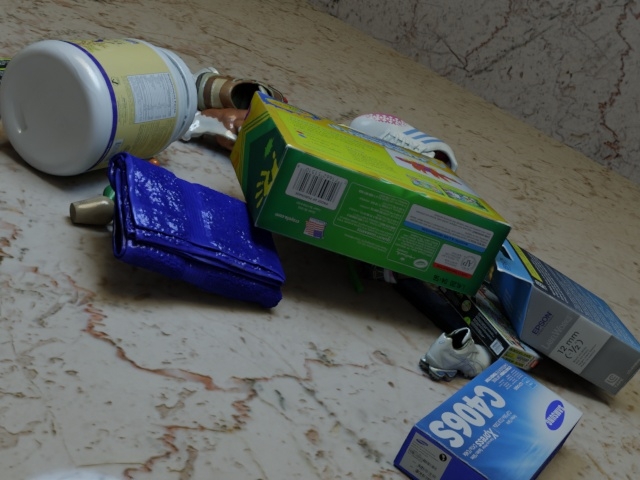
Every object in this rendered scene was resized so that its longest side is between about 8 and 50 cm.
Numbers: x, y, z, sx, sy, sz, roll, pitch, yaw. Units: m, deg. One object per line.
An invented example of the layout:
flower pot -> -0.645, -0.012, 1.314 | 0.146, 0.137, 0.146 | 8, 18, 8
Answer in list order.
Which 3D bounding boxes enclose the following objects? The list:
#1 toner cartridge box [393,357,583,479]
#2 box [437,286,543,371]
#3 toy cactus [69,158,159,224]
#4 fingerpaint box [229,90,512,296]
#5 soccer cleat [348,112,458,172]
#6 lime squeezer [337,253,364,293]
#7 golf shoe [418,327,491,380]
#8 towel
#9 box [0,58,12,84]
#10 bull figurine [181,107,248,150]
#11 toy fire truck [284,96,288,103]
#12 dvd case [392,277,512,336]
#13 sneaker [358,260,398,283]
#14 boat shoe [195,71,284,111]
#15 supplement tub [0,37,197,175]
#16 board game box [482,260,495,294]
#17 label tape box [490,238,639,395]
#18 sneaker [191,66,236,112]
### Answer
toner cartridge box -> 0.264, 0.295, 1.316 | 0.165, 0.075, 0.348 | 35, 25, 21
box -> 0.315, 0.153, 1.629 | 0.114, 0.036, 0.207 | 23, 21, -42
toy cactus -> -0.334, -0.060, 1.493 | 0.180, 0.112, 0.219 | -7, 46, -35
fingerpaint box -> 0.075, -0.093, 1.650 | 0.445, 0.163, 0.371 | 18, 18, -20
soccer cleat -> 0.241, -0.265, 2.439 | 0.331, 0.116, 0.143 | 16, 24, -19
lime squeezer -> 0.000, 0.000, 1.746 | 0.110, 0.059, 0.310 | -35, 58, -29
golf shoe -> 0.253, 0.192, 1.515 | 0.176, 0.086, 0.069 | -1, 32, -48
towel -> -0.196, -0.021, 1.424 | 0.308, 0.076, 0.227 | 23, 37, -37
box -> -0.646, -0.320, 1.803 | 0.184, 0.045, 0.191 | 30, 25, 20
bull figurine -> -0.165, -0.241, 2.004 | 0.310, 0.101, 0.188 | 0, 32, -35
toy fire truck -> -0.126, -0.356, 2.373 | 0.192, 0.047, 0.135 | 11, 27, -26
dvd case -> 0.284, 0.127, 1.762 | 0.253, 0.022, 0.180 | -3, 34, -46
sneaker -> 0.115, 0.037, 1.740 | 0.077, 0.072, 0.178 | -2, 11, 5
boat shoe -> -0.177, -0.340, 2.144 | 0.120, 0.122, 0.324 | 11, 10, 29
supplement tub -> -0.408, -0.261, 1.654 | 0.241, 0.241, 0.331 | 31, 24, 15
board game box -> 0.415, 0.091, 1.960 | 0.126, 0.026, 0.186 | 31, 24, 16
label tape box -> 0.433, 0.126, 1.697 | 0.348, 0.115, 0.249 | 29, 17, -12
sneaker -> -0.323, -0.375, 2.134 | 0.106, 0.123, 0.290 | 40, 29, 28
